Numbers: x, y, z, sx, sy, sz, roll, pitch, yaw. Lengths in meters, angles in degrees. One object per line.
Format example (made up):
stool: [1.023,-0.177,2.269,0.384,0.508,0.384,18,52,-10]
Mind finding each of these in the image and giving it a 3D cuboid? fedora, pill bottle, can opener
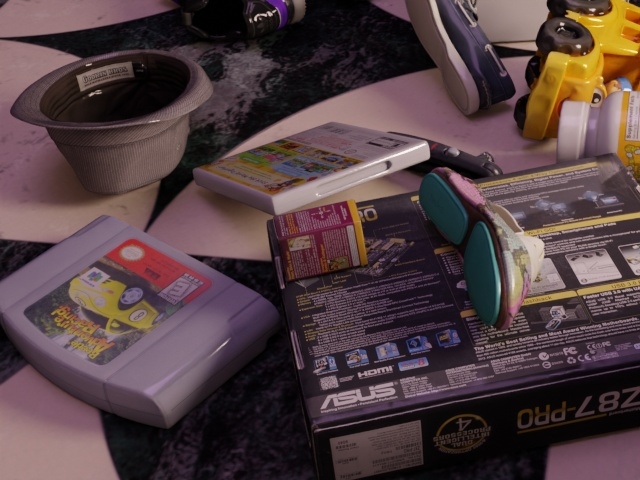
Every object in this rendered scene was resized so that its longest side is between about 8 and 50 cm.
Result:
fedora: [-0.255,-0.143,1.373,0.244,0.124,0.275,-1,30,6]
pill bottle: [0.378,-0.110,1.228,0.209,0.117,0.117,6,40,16]
can opener: [0.141,-0.094,1.296,0.073,0.059,0.186,-33,45,-28]

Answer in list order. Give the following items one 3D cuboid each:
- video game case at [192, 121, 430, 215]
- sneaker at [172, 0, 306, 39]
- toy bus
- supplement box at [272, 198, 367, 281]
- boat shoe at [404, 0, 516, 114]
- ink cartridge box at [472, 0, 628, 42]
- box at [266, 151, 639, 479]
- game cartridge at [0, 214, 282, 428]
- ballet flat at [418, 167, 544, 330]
video game case: [-0.016,-0.090,1.281,0.206,0.026,0.227,-21,21,-23]
sneaker: [-0.179,-0.380,1.684,0.293,0.102,0.146,22,47,32]
toy bus: [0.365,-0.209,1.358,0.212,0.149,0.220,19,45,7]
supplement box: [0.000,0.000,1.059,0.083,0.055,0.043,-12,36,-2]
boat shoe: [0.183,-0.286,1.452,0.079,0.095,0.254,-18,62,-10]
ink cartridge box: [0.304,-0.460,1.653,0.279,0.160,0.384,-3,38,8]
box: [0.160,0.062,1.065,0.395,0.097,0.318,-11,40,-4]
game cartridge: [-0.211,0.080,1.143,0.294,0.060,0.196,25,52,35]
ballet flat: [0.161,0.001,1.015,0.079,0.076,0.221,3,33,-18]
